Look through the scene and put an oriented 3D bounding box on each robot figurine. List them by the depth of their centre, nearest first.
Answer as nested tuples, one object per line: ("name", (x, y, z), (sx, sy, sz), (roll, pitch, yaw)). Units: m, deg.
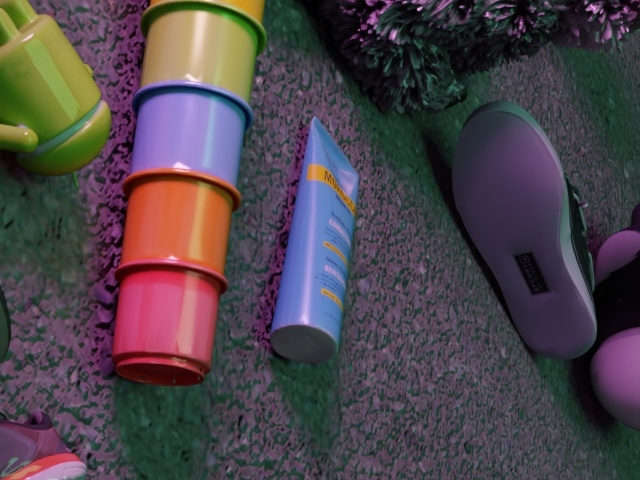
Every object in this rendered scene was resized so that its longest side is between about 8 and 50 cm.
("robot figurine", (-0.170, -0.088, 0.730), (0.115, 0.067, 0.101), (59, 26, -25))
("robot figurine", (0.404, 0.089, 1.411), (0.209, 0.174, 0.278), (39, 48, -33))

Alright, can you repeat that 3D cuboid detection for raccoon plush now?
("raccoon plush", (0.138, -0.239, 1.022), (0.446, 0.299, 0.216), (-9, 87, -56))

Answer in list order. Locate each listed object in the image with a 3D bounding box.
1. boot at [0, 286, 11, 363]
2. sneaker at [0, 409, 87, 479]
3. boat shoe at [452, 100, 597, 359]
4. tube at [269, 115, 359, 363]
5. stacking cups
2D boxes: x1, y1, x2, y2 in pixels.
("boot", (-0.272, 0.062, 0.447), (0.284, 0.138, 0.377), (-54, 168, -19))
("sneaker", (-0.199, 0.122, 0.646), (0.158, 0.061, 0.064), (4, 49, -56))
("boat shoe", (0.221, -0.023, 1.241), (0.306, 0.113, 0.105), (60, 31, -28))
("tube", (0.000, 0.000, 0.974), (0.080, 0.052, 0.207), (57, 32, -43))
("stacking cups", (-0.090, -0.059, 0.831), (0.096, 0.096, 0.316), (27, 62, -49))
